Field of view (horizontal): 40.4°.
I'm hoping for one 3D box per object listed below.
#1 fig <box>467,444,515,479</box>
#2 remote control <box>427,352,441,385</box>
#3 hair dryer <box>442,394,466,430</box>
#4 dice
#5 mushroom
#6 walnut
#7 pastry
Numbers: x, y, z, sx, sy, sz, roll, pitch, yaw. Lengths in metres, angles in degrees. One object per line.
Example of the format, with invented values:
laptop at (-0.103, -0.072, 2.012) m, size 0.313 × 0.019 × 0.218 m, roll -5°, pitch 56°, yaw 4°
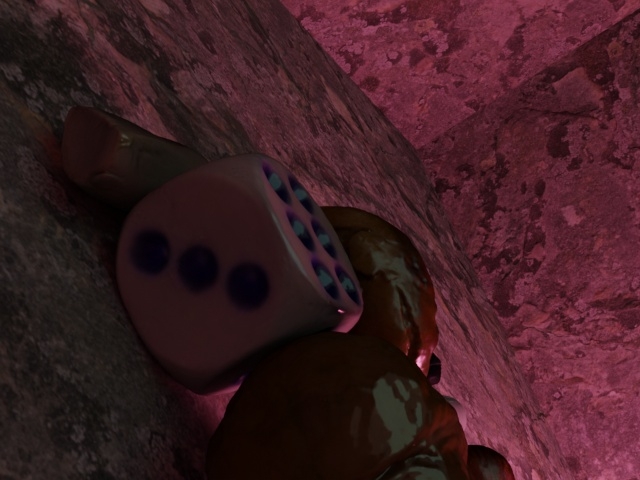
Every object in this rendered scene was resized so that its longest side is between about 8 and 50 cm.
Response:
fig at (0.331, 0.525, 1.773) m, size 0.175 × 0.175 × 0.207 m, roll 39°, pitch 15°, yaw -48°
remote control at (0.119, 0.239, 1.718) m, size 0.144 × 0.062 × 0.398 m, roll 47°, pitch 22°, yaw 25°
hair dryer at (0.185, 0.289, 1.929) m, size 0.357 × 0.107 × 0.173 m, roll 58°, pitch 15°, yaw 22°
dice at (-0.110, 0.049, 1.210) m, size 0.259 × 0.251 × 0.243 m, roll 63°, pitch 18°, yaw 14°
mushroom at (-0.244, -0.092, 1.288) m, size 0.407 × 0.154 × 0.138 m, roll 35°, pitch 68°, yaw -66°
walnut at (0.032, 0.291, 1.083) m, size 0.398 × 0.307 × 0.354 m, roll 36°, pitch 38°, yaw -72°
pastry at (0.034, 0.114, 1.399) m, size 0.163 × 0.356 × 0.356 m, roll -8°, pitch 65°, yaw -47°
